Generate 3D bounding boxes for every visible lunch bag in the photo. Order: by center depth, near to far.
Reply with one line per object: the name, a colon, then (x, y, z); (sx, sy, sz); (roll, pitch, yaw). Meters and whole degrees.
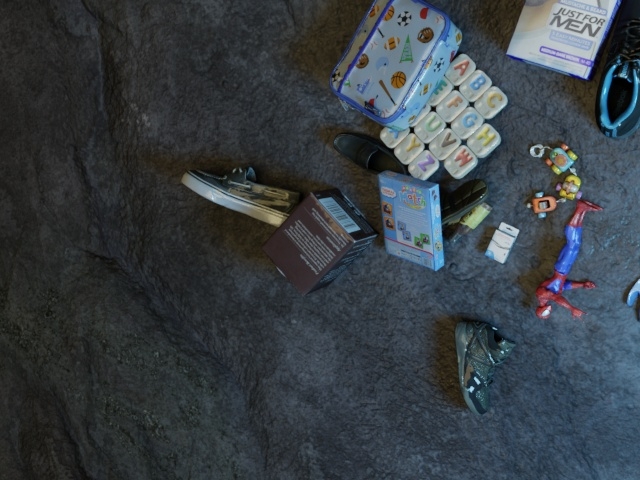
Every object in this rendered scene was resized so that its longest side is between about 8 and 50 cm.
lunch bag: (0.162, -0.418, 1.860); (0.243, 0.115, 0.303); (39, 103, 28)

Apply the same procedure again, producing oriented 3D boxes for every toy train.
toy train: (0.518, -0.135, 1.795); (0.125, 0.046, 0.166); (-3, 96, 25)

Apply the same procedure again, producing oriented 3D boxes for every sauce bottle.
sauce bottle: (0.350, -0.044, 1.887); (0.042, 0.042, 0.128); (44, 110, 13)

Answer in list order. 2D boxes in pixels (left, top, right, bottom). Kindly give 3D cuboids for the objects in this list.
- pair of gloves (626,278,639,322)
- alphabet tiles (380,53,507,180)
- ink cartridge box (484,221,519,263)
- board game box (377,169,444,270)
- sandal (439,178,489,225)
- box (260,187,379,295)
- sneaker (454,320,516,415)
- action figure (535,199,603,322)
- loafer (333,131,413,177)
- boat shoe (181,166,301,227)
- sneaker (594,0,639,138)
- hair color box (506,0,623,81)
pair of gloves: (0.765, 0.112, 1.728); (0.198, 0.023, 0.159); (0, 97, 24)
alphabet tiles: (0.280, -0.285, 1.859); (0.278, 0.021, 0.284); (-42, 67, 13)
ink cartridge box: (0.423, 0.005, 1.867); (0.048, 0.028, 0.083); (26, 107, 19)
board game box: (0.212, -0.048, 1.883); (0.160, 0.039, 0.211); (21, 130, 43)
sandal: (0.310, -0.077, 1.888); (0.219, 0.060, 0.090); (-29, 49, 33)
box: (0.000, 0.000, 1.984); (0.168, 0.167, 0.203); (49, 113, 11)
sneaker: (0.393, 0.301, 1.888); (0.130, 0.087, 0.228); (-5, 89, 32)
action figure: (0.572, 0.065, 1.770); (0.139, 0.091, 0.280); (32, 109, 27)
loafer: (0.126, -0.206, 1.947); (0.223, 0.078, 0.076); (27, 105, 19)
boat shoe: (-0.200, -0.136, 2.101); (0.335, 0.121, 0.119); (21, 96, 11)
sneaker: (0.653, -0.376, 1.650); (0.125, 0.139, 0.341); (15, 102, 24)
hair color box: (0.545, -0.528, 1.699); (0.185, 0.110, 0.339); (23, 104, 21)
